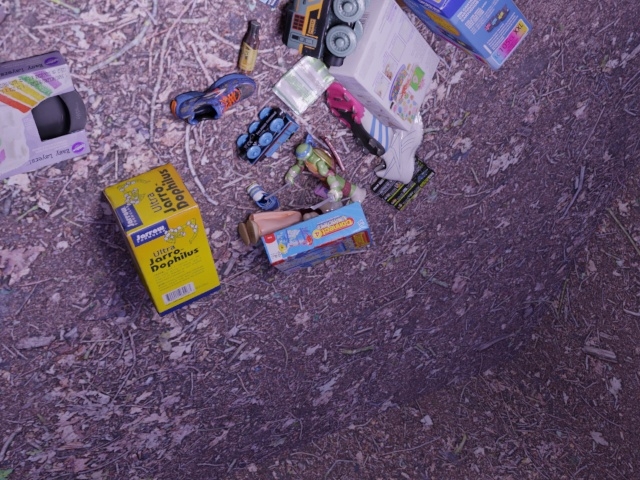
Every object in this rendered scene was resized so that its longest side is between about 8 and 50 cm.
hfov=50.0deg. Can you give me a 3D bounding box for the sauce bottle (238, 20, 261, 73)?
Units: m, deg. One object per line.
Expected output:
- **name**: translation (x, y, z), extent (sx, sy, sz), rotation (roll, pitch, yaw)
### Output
- **sauce bottle**: translation (-0.173, -0.476, 1.691), extent (0.042, 0.042, 0.128), rotation (-10, 133, -33)

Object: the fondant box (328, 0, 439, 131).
- **fondant box**: translation (0.182, -0.477, 1.870), extent (0.330, 0.096, 0.238), rotation (30, 81, -51)

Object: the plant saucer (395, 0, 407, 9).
- **plant saucer**: translation (0.227, -0.689, 1.805), extent (0.199, 0.036, 0.198), rotation (-23, 142, -19)

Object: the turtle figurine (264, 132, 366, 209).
- **turtle figurine**: translation (-0.008, -0.153, 2.043), extent (0.198, 0.274, 0.266), rotation (-15, 151, 37)

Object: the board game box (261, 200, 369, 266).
- **board game box**: translation (0.000, 0.000, 2.100), extent (0.302, 0.086, 0.308), rotation (-20, 169, 3)

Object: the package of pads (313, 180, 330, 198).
- **package of pads**: translation (0.022, -0.175, 2.193), extent (0.083, 0.032, 0.050), rotation (-49, 142, 14)

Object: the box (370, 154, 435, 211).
- **box**: translation (0.287, -0.208, 2.376), extent (0.190, 0.045, 0.184), rotation (-48, 145, 12)

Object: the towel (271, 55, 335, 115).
- **towel**: translation (-0.042, -0.420, 1.843), extent (0.152, 0.023, 0.113), rotation (-43, 122, 10)

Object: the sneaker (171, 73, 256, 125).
- **sneaker**: translation (-0.257, -0.344, 1.722), extent (0.221, 0.087, 0.083), rotation (-28, 144, -13)

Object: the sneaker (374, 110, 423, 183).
- **sneaker**: translation (0.248, -0.312, 2.178), extent (0.130, 0.111, 0.297), rotation (2, 122, -9)

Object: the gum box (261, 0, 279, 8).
- **gum box**: translation (-0.188, -0.582, 1.462), extent (0.184, 0.157, 0.041), rotation (14, 120, -48)

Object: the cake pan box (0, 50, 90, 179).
- **cake pan box**: translation (-0.650, -0.265, 1.491), extent (0.267, 0.070, 0.245), rotation (-21, 143, -23)

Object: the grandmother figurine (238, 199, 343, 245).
- **grandmother figurine**: translation (-0.072, -0.066, 2.142), extent (0.343, 0.208, 0.103), rotation (-16, 101, -29)

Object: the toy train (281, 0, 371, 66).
- **toy train**: translation (0.022, -0.582, 1.627), extent (0.190, 0.142, 0.333), rotation (16, 126, 3)

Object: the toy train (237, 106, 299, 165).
- **toy train**: translation (-0.147, -0.285, 1.892), extent (0.184, 0.080, 0.105), rotation (-48, 149, 13)

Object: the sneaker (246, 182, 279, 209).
- **sneaker**: translation (-0.166, -0.118, 2.070), extent (0.053, 0.059, 0.144), rotation (-46, 146, 8)

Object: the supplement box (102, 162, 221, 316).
- **supplement box**: translation (-0.422, 0.004, 1.869), extent (0.195, 0.194, 0.356), rotation (-25, 143, -16)

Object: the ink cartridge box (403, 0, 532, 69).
- **ink cartridge box**: translation (0.314, -0.615, 1.698), extent (0.151, 0.270, 0.395), rotation (-52, 142, 10)

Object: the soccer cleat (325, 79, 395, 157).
- **soccer cleat**: translation (0.122, -0.385, 2.007), extent (0.143, 0.116, 0.331), rotation (-61, 141, -17)
